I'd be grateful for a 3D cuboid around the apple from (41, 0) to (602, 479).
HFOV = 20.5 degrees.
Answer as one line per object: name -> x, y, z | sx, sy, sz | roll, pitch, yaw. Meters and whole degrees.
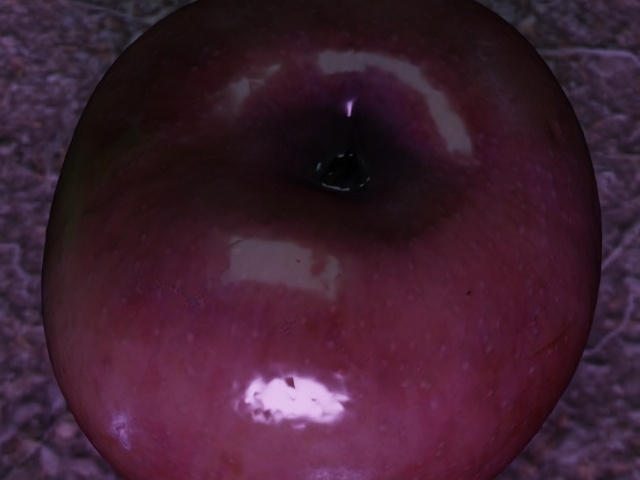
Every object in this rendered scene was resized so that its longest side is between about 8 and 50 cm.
apple -> 0.000, 0.000, 0.883 | 0.306, 0.235, 0.305 | 1, 59, -2
